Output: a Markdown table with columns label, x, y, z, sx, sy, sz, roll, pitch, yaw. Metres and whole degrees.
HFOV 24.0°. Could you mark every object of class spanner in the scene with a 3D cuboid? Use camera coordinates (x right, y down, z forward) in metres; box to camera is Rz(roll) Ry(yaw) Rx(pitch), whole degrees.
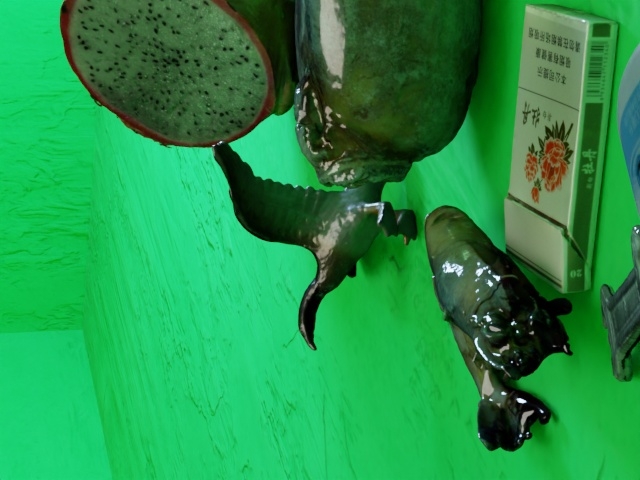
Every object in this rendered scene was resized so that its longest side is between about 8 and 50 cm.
| label | x | y | z | sx | sy | sz | roll | pitch | yaw |
| --- | --- | --- | --- | --- | --- | --- | --- | --- | --- |
| spanner | 0.189 | 0.040 | 0.909 | 0.302 | 0.018 | 0.071 | 59 | -158 | -77 |

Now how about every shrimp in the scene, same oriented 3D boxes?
| label | x | y | z | sx | sy | sz | roll | pitch | yaw |
| --- | --- | --- | --- | --- | --- | --- | --- | --- | --- |
| shrimp | 0.130 | 0.083 | 1.174 | 0.289 | 0.075 | 0.178 | -131 | 23 | -65 |

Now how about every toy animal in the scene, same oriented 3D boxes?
| label | x | y | z | sx | sy | sz | roll | pitch | yaw |
| --- | --- | --- | --- | --- | --- | --- | --- | --- | --- |
| toy animal | 0.012 | 0.000 | 1.462 | 0.160 | 0.272 | 0.197 | -25 | 56 | 33 |

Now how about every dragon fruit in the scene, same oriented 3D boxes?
| label | x | y | z | sx | sy | sz | roll | pitch | yaw |
| --- | --- | --- | --- | --- | --- | --- | --- | --- | --- |
| dragon fruit | -0.142 | -0.283 | 1.795 | 0.305 | 0.306 | 0.225 | 109 | -178 | -50 |

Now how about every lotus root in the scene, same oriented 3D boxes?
| label | x | y | z | sx | sy | sz | roll | pitch | yaw |
| --- | --- | --- | --- | --- | --- | --- | --- | --- | --- |
| lotus root | 0.060 | -0.217 | 1.272 | 0.175 | 0.175 | 0.349 | -164 | 77 | -73 |

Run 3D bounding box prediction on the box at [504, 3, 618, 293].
| label | x | y | z | sx | sy | sz | roll | pitch | yaw |
| --- | --- | --- | --- | --- | --- | --- | --- | --- | --- |
| box | 0.174 | -0.070 | 1.109 | 0.109 | 0.029 | 0.198 | -137 | 48 | -67 |

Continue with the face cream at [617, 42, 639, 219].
| label | x | y | z | sx | sy | sz | roll | pitch | yaw |
| --- | --- | --- | --- | --- | --- | --- | --- | --- | --- |
| face cream | 0.238 | 0.036 | 0.806 | 0.163 | 0.080 | 0.336 | 110 | 154 | -64 |
